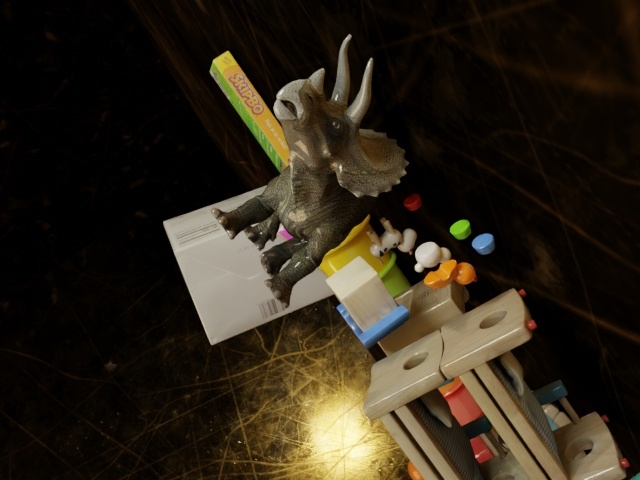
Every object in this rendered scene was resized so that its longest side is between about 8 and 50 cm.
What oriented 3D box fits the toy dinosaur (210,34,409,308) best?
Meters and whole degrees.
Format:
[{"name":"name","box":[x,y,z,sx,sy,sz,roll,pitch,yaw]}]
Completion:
[{"name":"toy dinosaur","box":[0.001,-0.036,0.544,0.121,0.160,0.313,53,-179,5]}]

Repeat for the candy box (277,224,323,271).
[{"name":"candy box","box":[0.000,0.000,0.925,0.159,0.071,0.233,40,178,-12]}]

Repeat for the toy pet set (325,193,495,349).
[{"name":"toy pet set","box":[0.070,0.034,0.477,0.065,0.114,0.122,56,177,-26]}]

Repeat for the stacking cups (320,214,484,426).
[{"name":"stacking cups","box":[0.103,0.115,0.792,0.316,0.096,0.096,56,175,-16]}]

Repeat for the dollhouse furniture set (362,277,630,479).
[{"name":"dollhouse furniture set","box":[0.132,0.105,0.492,0.129,0.129,0.183,55,-161,-9]}]

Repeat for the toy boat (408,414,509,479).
[{"name":"toy boat","box":[0.207,0.338,0.997,0.151,0.151,0.231,55,175,-9]}]

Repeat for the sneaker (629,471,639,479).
[{"name":"sneaker","box":[0.187,0.239,0.378,0.124,0.178,0.295,50,173,41]}]

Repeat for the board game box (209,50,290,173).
[{"name":"board game box","box":[-0.083,-0.169,0.963,0.259,0.039,0.124,57,174,-14]}]

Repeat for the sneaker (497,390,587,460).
[{"name":"sneaker","box":[0.214,0.218,0.580,0.162,0.073,0.063,56,174,-18]}]

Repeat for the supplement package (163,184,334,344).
[{"name":"supplement package","box":[-0.124,0.031,1.134,0.145,0.262,0.204,-133,25,-58]}]
